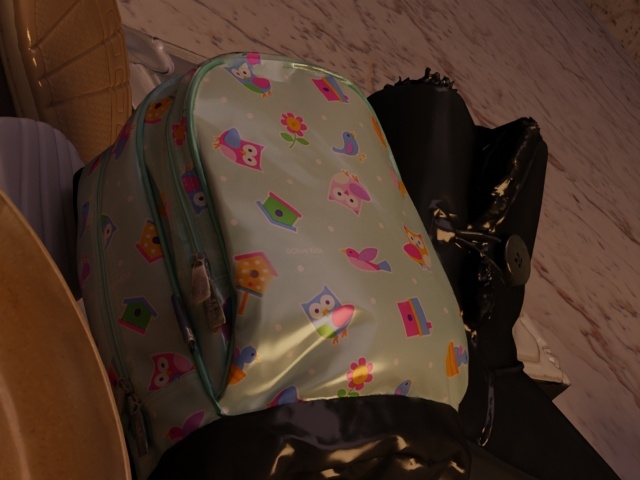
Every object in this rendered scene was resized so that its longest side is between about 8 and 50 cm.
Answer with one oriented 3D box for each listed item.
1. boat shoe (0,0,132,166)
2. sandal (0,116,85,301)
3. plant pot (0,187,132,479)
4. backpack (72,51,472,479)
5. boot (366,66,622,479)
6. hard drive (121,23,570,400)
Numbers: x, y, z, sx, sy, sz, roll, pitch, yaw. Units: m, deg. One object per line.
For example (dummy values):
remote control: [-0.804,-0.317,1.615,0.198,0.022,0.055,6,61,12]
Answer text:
boat shoe: [-0.161,-0.136,0.602,0.103,0.092,0.285,-62,142,-63]
sandal: [-0.157,0.012,0.460,0.102,0.076,0.265,67,18,3]
plant pot: [-0.138,0.051,0.314,0.236,0.032,0.236,38,38,-38]
backpack: [-0.020,0.022,0.505,0.152,0.115,0.182,10,53,-46]
boot: [0.099,0.049,0.687,0.246,0.094,0.207,31,60,-41]
hard drive: [0.000,0.000,0.795,0.339,0.064,0.237,14,37,-53]
